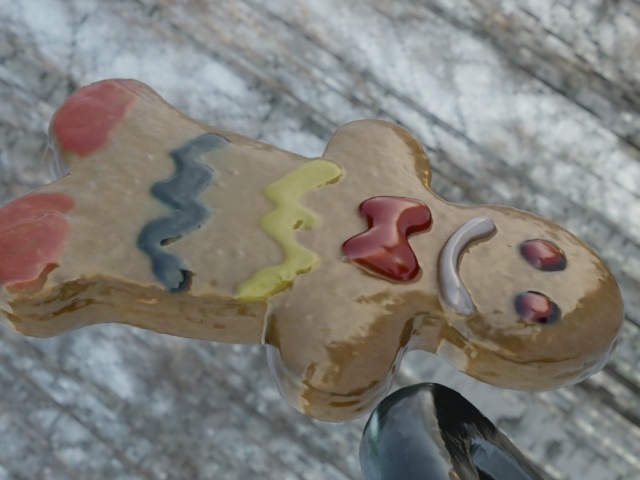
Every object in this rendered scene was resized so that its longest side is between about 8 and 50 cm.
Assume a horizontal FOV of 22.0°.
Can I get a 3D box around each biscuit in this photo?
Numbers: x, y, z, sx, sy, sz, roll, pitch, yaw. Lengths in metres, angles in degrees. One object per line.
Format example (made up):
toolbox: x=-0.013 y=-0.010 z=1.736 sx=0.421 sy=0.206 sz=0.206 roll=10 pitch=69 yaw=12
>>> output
biscuit: x=0.000 y=-0.001 z=0.655 sx=0.165 sy=0.250 sz=0.036 roll=-73 pitch=-3 yaw=-47

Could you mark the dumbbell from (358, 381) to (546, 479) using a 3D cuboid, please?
dumbbell: x=0.130 y=0.081 z=0.483 sx=0.290 sy=0.192 sz=0.192 roll=-39 pitch=-17 yaw=9
